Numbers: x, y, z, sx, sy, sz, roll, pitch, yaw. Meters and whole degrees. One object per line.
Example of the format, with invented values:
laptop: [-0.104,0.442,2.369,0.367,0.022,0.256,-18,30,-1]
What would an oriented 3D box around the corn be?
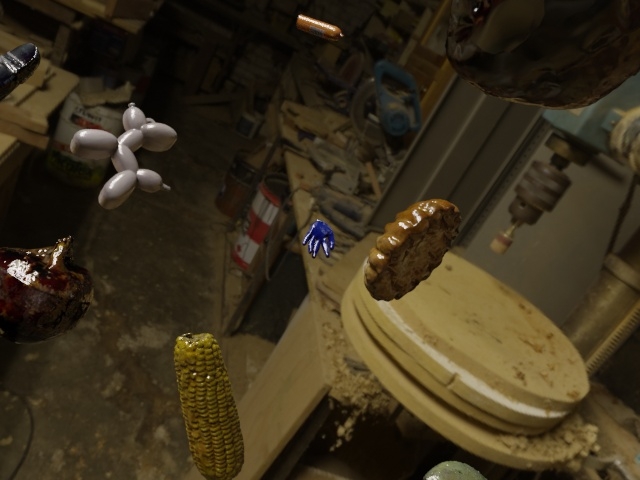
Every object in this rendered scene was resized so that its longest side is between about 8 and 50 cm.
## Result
corn: [-0.242,0.368,1.222,0.120,0.363,0.120,-10,16,3]

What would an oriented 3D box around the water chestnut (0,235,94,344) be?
water chestnut: [-0.573,0.092,1.150,0.223,0.238,0.223,22,-1,0]

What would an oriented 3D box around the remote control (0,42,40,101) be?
remote control: [-0.682,-0.306,1.166,0.090,0.266,0.066,43,-11,23]

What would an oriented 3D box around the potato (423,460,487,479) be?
potato: [0.196,0.361,0.724,0.119,0.198,0.054,-38,26,-27]

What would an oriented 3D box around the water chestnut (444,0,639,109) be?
water chestnut: [0.267,-0.287,0.614,0.244,0.289,0.289,-17,49,-39]

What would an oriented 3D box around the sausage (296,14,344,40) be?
sausage: [0.001,-0.441,1.177,0.107,0.031,0.031,26,20,16]

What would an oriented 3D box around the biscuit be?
biscuit: [0.236,0.021,1.501,0.107,0.326,0.326,43,25,31]

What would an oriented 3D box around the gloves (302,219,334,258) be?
gloves: [0.000,0.000,1.115,0.064,0.026,0.086,28,49,-7]

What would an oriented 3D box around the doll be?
doll: [-0.300,-0.141,0.893,0.160,0.059,0.161,-25,84,-38]
